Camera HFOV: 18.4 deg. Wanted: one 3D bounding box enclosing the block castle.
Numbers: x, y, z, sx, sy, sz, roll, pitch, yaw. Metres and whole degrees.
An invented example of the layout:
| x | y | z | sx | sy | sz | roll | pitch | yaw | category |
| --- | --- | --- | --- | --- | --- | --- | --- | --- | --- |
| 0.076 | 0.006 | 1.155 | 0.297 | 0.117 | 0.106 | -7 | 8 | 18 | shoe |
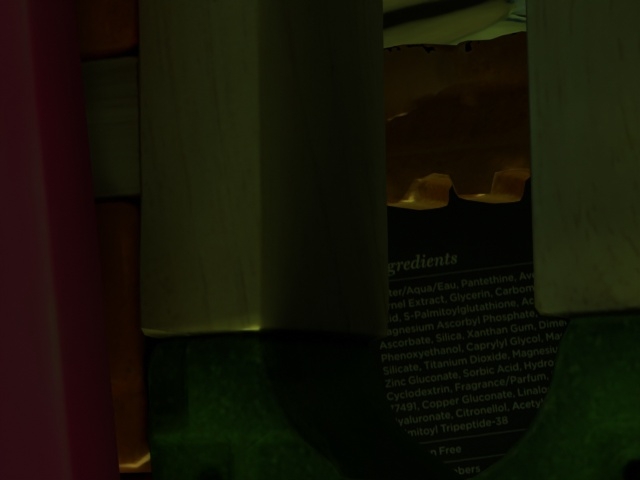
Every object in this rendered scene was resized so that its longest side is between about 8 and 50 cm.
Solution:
| x | y | z | sx | sy | sz | roll | pitch | yaw | category |
| --- | --- | --- | --- | --- | --- | --- | --- | --- | --- |
| 0.084 | 0.025 | 0.462 | 0.453 | 0.213 | 0.303 | -4 | 173 | 28 | block castle |

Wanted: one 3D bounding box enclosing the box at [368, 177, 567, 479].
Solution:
| x | y | z | sx | sy | sz | roll | pitch | yaw | category |
| --- | --- | --- | --- | --- | --- | --- | --- | --- | --- |
| 0.058 | 0.050 | 0.750 | 0.108 | 0.207 | 0.153 | -6 | 172 | -5 | box |

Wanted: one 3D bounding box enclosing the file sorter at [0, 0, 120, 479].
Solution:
| x | y | z | sx | sy | sz | roll | pitch | yaw | category |
| --- | --- | --- | --- | --- | --- | --- | --- | --- | --- |
| -0.207 | 0.009 | 0.328 | 0.290 | 0.202 | 0.182 | -11 | 169 | 22 | file sorter |
